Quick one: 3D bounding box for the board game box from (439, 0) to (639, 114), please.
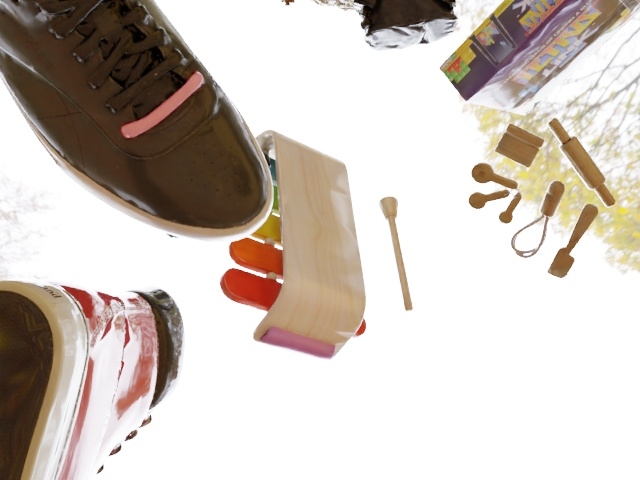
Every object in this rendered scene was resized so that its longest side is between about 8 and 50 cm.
[{"bbox_3d":[0.211,-0.192,0.684,0.170,0.141,0.048,-45,-112,31],"label":"board game box"}]

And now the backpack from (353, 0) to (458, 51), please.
[{"bbox_3d":[0.110,-0.365,1.064,0.151,0.115,0.182,-9,-106,-3],"label":"backpack"}]

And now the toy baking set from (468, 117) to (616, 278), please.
[{"bbox_3d":[0.346,-0.066,1.166,0.256,0.030,0.196,47,-53,-8],"label":"toy baking set"}]

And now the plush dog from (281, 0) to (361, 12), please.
[{"bbox_3d":[0.054,-0.536,1.513,0.225,0.262,0.211,25,-115,34],"label":"plush dog"}]

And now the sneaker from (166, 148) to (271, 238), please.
[{"bbox_3d":[-0.124,-0.063,0.895,0.162,0.073,0.063,-46,-56,-20],"label":"sneaker"}]

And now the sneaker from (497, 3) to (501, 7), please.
[{"bbox_3d":[0.341,-0.370,1.265,0.084,0.152,0.058,4,-67,-5],"label":"sneaker"}]

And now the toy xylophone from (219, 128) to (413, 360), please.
[{"bbox_3d":[0.000,0.000,0.945,0.236,0.081,0.323,27,-137,-25],"label":"toy xylophone"}]

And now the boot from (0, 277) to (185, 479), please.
[{"bbox_3d":[-0.151,0.141,0.423,0.088,0.176,0.244,20,-90,14],"label":"boot"}]

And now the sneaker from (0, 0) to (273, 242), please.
[{"bbox_3d":[-0.125,-0.121,0.388,0.104,0.147,0.296,-42,-85,-19],"label":"sneaker"}]
